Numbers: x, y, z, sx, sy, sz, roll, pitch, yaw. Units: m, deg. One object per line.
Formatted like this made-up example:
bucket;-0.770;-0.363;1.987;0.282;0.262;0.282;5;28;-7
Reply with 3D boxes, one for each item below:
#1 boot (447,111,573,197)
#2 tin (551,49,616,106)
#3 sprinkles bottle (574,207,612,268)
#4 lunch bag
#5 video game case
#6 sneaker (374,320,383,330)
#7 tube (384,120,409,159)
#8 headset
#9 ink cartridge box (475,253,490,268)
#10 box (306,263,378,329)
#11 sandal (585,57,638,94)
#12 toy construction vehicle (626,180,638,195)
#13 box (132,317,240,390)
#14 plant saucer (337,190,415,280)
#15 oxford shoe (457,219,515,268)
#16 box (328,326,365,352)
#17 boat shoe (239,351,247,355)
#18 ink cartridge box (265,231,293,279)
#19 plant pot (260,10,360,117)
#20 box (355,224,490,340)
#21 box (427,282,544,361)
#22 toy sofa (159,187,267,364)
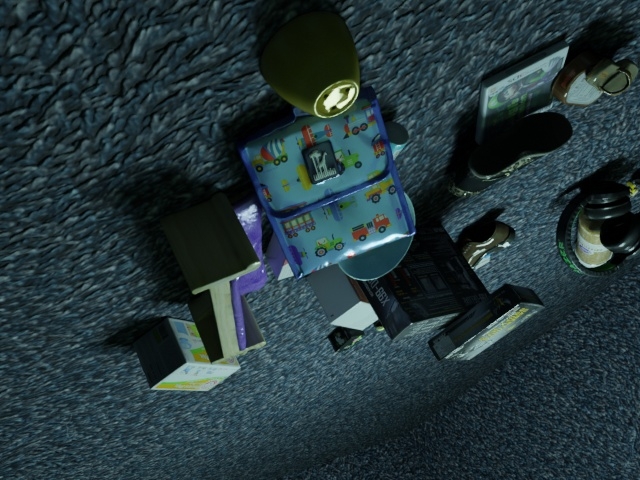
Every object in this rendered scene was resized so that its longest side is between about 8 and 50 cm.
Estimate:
boot;0.379;-0.173;1.377;0.236;0.085;0.178;-26;172;-14
tin;0.521;-0.313;1.317;0.190;0.040;0.106;-9;145;-47
sprinkles bottle;0.897;-0.012;2.187;0.121;0.121;0.355;-32;154;6
lunch bag;0.006;-0.110;1.079;0.221;0.138;0.293;-21;134;1
video game case;0.378;-0.276;1.279;0.173;0.022;0.190;-27;155;-4
sneaker;0.201;0.247;2.039;0.083;0.031;0.035;-36;153;13
tube;0.093;-0.131;1.222;0.080;0.052;0.207;-6;152;-27
headset;0.834;-0.071;1.935;0.394;0.243;0.185;-38;-163;-7
ink cartridge box;0.469;0.054;1.968;0.048;0.028;0.083;-28;155;-2
box;0.067;0.126;1.563;0.091;0.130;0.170;-37;154;17
sandal;0.565;-0.308;1.284;0.180;0.049;0.072;-9;141;-48
toy construction vehicle;0.954;-0.150;2.104;0.086;0.035;0.098;-53;150;19
box;-0.283;0.249;1.445;0.103;0.114;0.203;-36;155;15
plant saucer;0.097;-0.020;1.296;0.195;0.037;0.194;-12;114;-29
oxford shoe;0.397;0.015;1.789;0.096;0.082;0.227;27;124;-35
box;0.075;0.277;1.941;0.062;0.052;0.083;-3;145;-44
boat shoe;-0.189;0.218;1.559;0.048;0.056;0.153;-6;146;-23
ink cartridge box;0.000;0.000;1.335;0.198;0.067;0.115;-16;151;-28
plant pot;-0.001;-0.221;0.898;0.134;0.095;0.134;-23;153;-12
box;0.226;0.086;1.528;0.307;0.242;0.076;-6;146;-41
box;0.380;0.192;1.535;0.231;0.056;0.183;-41;152;22
toy sofa;-0.157;0.074;1.214;0.177;0.150;0.362;-21;153;-15
